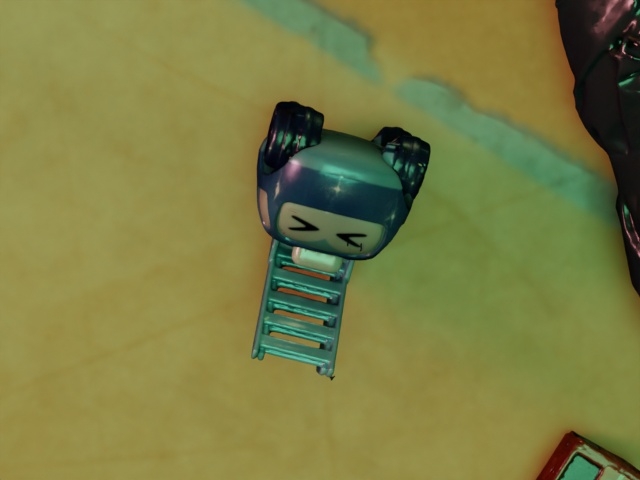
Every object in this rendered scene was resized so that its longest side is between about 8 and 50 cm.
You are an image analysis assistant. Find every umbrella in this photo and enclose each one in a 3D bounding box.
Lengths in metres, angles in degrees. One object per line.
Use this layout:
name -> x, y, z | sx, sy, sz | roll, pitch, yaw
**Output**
umbrella -> 0.131, -0.008, 0.705 | 0.071, 0.071, 0.248 | -11, 99, -3

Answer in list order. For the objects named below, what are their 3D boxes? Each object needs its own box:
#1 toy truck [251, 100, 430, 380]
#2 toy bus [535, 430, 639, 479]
toy truck -> 0.000, 0.000, 0.692 | 0.056, 0.073, 0.090 | 13, 94, -5
toy bus -> 0.079, 0.125, 0.733 | 0.043, 0.031, 0.110 | 33, 92, -4
